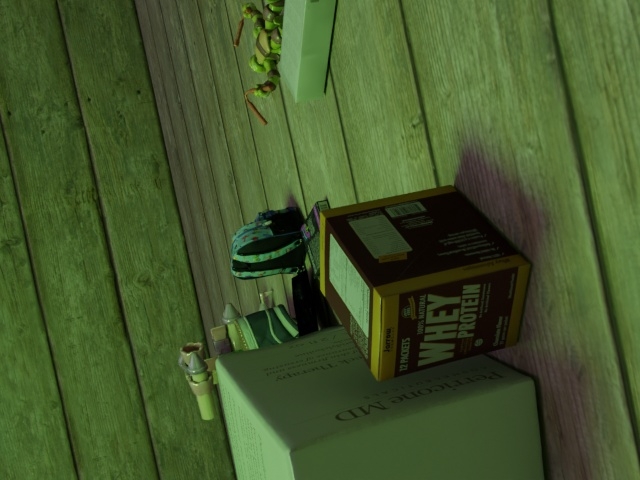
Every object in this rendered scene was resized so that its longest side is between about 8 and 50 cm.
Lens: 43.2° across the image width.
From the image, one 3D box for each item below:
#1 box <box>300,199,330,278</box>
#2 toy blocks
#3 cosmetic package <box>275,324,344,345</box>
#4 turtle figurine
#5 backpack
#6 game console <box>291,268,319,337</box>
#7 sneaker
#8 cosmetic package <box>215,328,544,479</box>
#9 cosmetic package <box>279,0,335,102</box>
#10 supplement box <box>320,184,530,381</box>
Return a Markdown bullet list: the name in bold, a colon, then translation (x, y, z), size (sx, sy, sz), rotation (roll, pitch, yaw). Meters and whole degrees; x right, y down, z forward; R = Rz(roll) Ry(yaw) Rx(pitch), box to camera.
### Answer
- **box**: translation (0.000, 0.000, 1.650), size (0.162, 0.029, 0.116), rotation (126, 130, -66)
- **toy blocks**: translation (-0.251, 0.286, 2.226), size (0.309, 0.289, 0.260), rotation (-137, 34, -67)
- **cosmetic package**: translation (0.036, 0.352, 1.536), size (0.197, 0.155, 0.365), rotation (144, 108, -73)
- **turtle figurine**: translation (-0.097, -0.382, 1.597), size (0.217, 0.087, 0.269), rotation (130, 135, -60)
- **backpack**: translation (-0.125, 0.011, 1.809), size (0.158, 0.173, 0.117), rotation (99, 153, -52)
- **game console**: translation (-0.027, 0.250, 1.853), size (0.361, 0.044, 0.213), rotation (89, 172, -49)
- **sneaker**: translation (-0.097, 0.291, 2.001), size (0.099, 0.153, 0.282), rotation (33, 145, 65)
- **cosmetic package**: translation (0.072, 0.326, 1.130), size (0.394, 0.330, 0.327), rotation (-159, 59, -69)
- **cosmetic package**: translation (-0.023, -0.367, 1.412), size (0.239, 0.060, 0.099), rotation (99, 151, -50)
- **supplement box**: translation (0.121, 0.046, 1.011), size (0.194, 0.191, 0.129), rotation (-123, 27, -51)
